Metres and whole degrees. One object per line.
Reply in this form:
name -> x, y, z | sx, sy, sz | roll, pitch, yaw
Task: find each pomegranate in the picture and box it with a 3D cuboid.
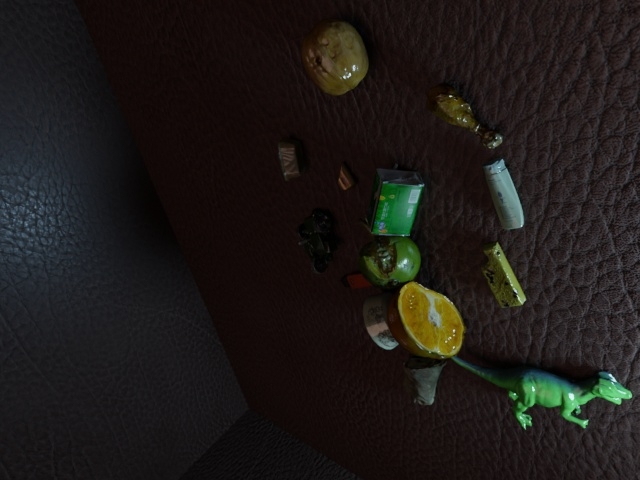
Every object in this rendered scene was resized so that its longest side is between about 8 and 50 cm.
pomegranate -> 0.240, 0.035, 1.542 | 0.236, 0.235, 0.302 | -55, 45, 50

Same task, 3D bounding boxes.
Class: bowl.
bowl -> 0.292, 0.310, 1.678 | 0.126, 0.237, 0.238 | -33, 93, 36

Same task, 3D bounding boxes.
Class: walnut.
walnut -> 0.045, -0.567, 1.279 | 0.195, 0.195, 0.222 | -25, 96, 51

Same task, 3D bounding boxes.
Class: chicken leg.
chicken leg -> 0.404, -0.345, 1.161 | 0.251, 0.107, 0.087 | 40, 123, 4

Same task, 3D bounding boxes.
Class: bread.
bread -> 0.588, 0.115, 1.356 | 0.088, 0.049, 0.226 | -22, 101, 51
bread -> 0.089, -0.243, 1.584 | 0.062, 0.049, 0.103 | -33, 92, 17

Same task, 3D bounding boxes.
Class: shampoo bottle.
shampoo bottle -> 0.539, -0.136, 1.216 | 0.072, 0.049, 0.213 | -12, 109, 53

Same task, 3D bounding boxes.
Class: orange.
orange -> 0.373, 0.290, 1.485 | 0.274, 0.274, 0.310 | 20, 164, 34

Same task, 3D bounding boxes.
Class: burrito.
burrito -> 0.444, 0.612, 1.839 | 0.175, 0.107, 0.348 | 17, 133, 19

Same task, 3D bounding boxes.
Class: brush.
brush -> 0.204, 0.165, 1.785 | 0.323, 0.051, 0.070 | -13, 102, 52

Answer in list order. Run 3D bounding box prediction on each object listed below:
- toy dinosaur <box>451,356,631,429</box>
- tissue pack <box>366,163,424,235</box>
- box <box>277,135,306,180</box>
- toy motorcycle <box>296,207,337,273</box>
toy dinosaur -> 0.707, 0.457, 1.428 | 0.499, 0.144, 0.375 | 37, 134, 12
tissue pack -> 0.250, -0.145, 1.435 | 0.147, 0.156, 0.209 | 1, 129, -7
box -> -0.126, -0.336, 1.696 | 0.111, 0.111, 0.177 | 16, 128, 37
toy motorcycle -> 0.000, 0.000, 1.813 | 0.205, 0.127, 0.275 | -20, 96, 49
